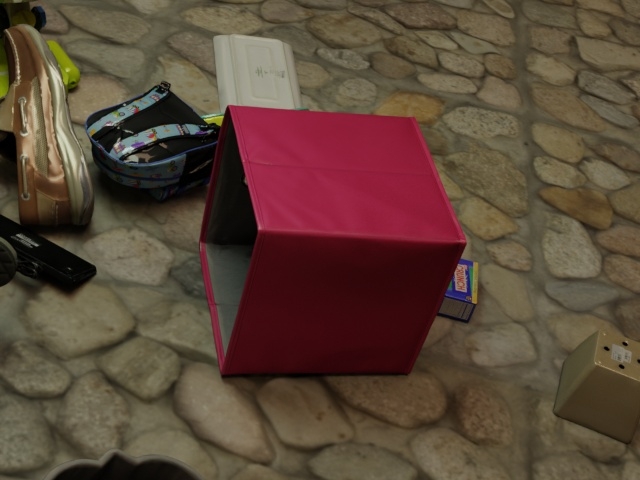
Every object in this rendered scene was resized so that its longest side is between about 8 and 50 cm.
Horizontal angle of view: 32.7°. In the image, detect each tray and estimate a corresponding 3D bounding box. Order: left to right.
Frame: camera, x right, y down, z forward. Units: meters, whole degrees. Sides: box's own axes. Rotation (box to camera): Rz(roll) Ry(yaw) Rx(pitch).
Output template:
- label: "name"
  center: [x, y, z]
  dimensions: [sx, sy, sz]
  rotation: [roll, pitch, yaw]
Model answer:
- label: "tray"
  center: [-0.103, -0.276, 1.858]
  dimensions: [0.145, 0.030, 0.270]
  rotation: [5, 42, -15]

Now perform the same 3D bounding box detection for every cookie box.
- label: "cookie box"
  center: [0.169, 0.060, 1.559]
  dimensions: [0.107, 0.040, 0.092]
  rotation: [15, 40, -3]

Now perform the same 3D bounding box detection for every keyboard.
- label: "keyboard"
  center: [-0.398, 0.017, 1.436]
  dimensions: [0.192, 0.038, 0.100]
  rotation: [26, 18, 14]

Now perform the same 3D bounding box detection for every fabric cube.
- label: "fabric cube"
  center: [0.000, 0.000, 1.408]
  dimensions: [0.258, 0.254, 0.259]
  rotation: [1, 42, -17]

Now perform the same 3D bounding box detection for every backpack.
- label: "backpack"
  center: [-0.251, -0.133, 1.578]
  dimensions: [0.173, 0.117, 0.158]
  rotation: [-27, 56, -40]

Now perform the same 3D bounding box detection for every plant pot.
- label: "plant pot"
  center: [0.385, 0.184, 1.450]
  dimensions: [0.109, 0.096, 0.109]
  rotation: [22, 41, 5]

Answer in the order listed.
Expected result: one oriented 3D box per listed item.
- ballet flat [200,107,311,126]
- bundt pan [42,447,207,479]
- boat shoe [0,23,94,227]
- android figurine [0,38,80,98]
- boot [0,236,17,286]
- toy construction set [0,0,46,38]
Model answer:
- label: "ballet flat"
  center: [-0.101, -0.160, 1.701]
  dimensions: [0.231, 0.077, 0.077]
  rotation: [-9, 72, -29]
- label: "bundt pan"
  center: [-0.169, 0.362, 0.989]
  dimensions: [0.331, 0.124, 0.330]
  rotation: [29, 35, -23]
- label: "boat shoe"
  center: [-0.406, -0.163, 1.518]
  dimensions: [0.116, 0.123, 0.324]
  rotation: [-14, 65, -17]
- label: "android figurine"
  center: [-0.494, -0.255, 1.681]
  dimensions: [0.248, 0.056, 0.273]
  rotation: [-17, 49, -35]
- label: "boot"
  center: [-0.462, -0.010, 1.336]
  dimensions: [0.247, 0.083, 0.161]
  rotation: [1, 27, 13]
- label: "toy construction set"
  center: [-0.479, -0.418, 1.643]
  dimensions: [0.151, 0.215, 0.328]
  rotation: [-11, 17, -20]
